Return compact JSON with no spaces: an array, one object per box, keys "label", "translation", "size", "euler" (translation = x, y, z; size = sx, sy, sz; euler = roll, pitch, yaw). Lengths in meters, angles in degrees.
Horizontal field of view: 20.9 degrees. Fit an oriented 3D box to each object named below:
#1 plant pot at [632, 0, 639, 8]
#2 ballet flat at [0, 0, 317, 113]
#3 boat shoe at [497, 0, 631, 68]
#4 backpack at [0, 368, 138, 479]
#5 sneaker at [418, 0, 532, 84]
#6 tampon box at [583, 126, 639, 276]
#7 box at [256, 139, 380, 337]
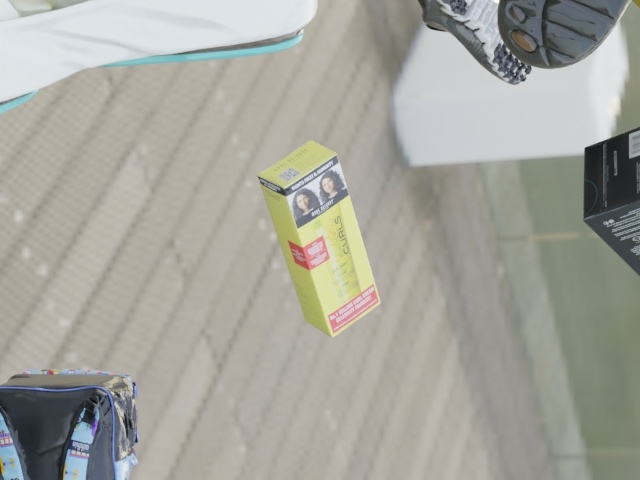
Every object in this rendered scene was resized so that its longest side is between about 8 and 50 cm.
[{"label":"plant pot","translation":[0.518,-0.301,2.103],"size":[0.187,0.212,0.212],"euler":[59,27,11]},{"label":"ballet flat","translation":[-0.186,-0.162,1.134],"size":[0.400,0.139,0.139],"euler":[-16,107,-24]},{"label":"boat shoe","translation":[0.275,-0.289,1.512],"size":[0.122,0.324,0.120],"euler":[45,12,0]},{"label":"backpack","translation":[-0.259,0.224,1.756],"size":[0.117,0.158,0.173],"euler":[-29,116,-75]},{"label":"sneaker","translation":[0.190,-0.285,2.233],"size":[0.234,0.106,0.078],"euler":[42,75,-42]},{"label":"tampon box","translation":[0.412,-0.046,2.164],"size":[0.161,0.101,0.120],"euler":[40,43,-38]},{"label":"box","translation":[0.000,0.000,2.087],"size":[0.087,0.058,0.232],"euler":[-33,129,-23]}]
